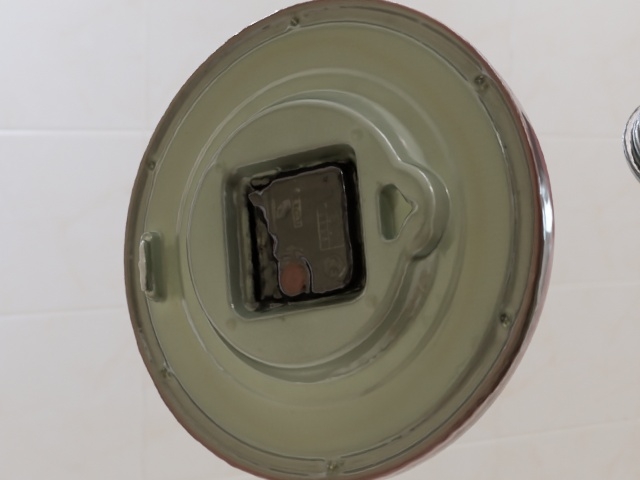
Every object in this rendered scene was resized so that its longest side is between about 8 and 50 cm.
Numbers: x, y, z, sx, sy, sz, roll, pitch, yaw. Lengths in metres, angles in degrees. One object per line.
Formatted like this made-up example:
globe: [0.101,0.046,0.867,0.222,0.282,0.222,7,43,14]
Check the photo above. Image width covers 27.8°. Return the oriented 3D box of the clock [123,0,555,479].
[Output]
clock: [-0.001,0.000,0.641,0.244,0.056,0.244,-5,-101,29]

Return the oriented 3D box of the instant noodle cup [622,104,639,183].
instant noodle cup: [0.281,-0.101,0.794,0.208,0.177,0.126,36,-36,39]
